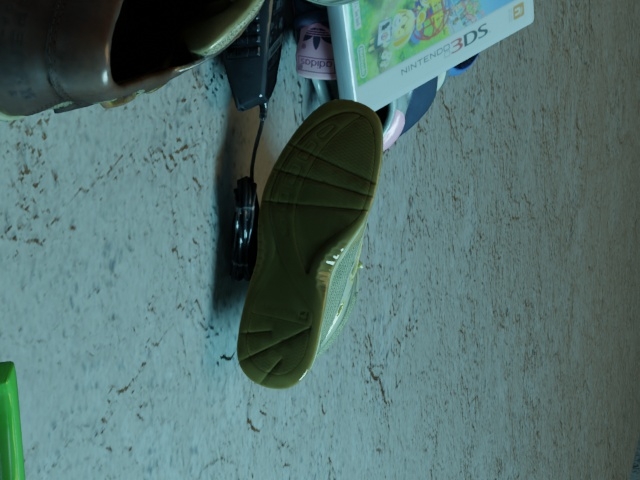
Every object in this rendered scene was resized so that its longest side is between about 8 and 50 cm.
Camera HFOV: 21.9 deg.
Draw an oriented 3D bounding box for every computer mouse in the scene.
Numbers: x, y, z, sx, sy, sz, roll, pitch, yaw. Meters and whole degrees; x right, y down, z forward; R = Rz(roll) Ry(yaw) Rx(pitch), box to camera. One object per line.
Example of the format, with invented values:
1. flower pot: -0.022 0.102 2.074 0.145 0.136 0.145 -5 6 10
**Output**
1. computer mouse: -0.056 -0.085 1.174 0.071 0.041 0.242 -65 161 -72

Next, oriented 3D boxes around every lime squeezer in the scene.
1. lime squeezer: -0.159 0.224 0.923 0.110 0.059 0.310 -113 -169 -55

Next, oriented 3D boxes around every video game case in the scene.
1. video game case: 0.082 -0.219 1.231 0.193 0.023 0.212 -31 132 -27

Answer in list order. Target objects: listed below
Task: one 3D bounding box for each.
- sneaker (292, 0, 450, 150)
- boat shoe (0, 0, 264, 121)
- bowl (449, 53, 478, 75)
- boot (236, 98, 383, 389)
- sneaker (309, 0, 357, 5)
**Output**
1. sneaker: 0.022 -0.196 1.265 0.131 0.112 0.319 -55 141 -33
2. boat shoe: -0.085 -0.137 0.913 0.342 0.123 0.123 -40 132 -65
3. bowl: 0.107 -0.339 1.535 0.391 0.077 0.391 5 90 -73
4. boot: 0.000 0.000 1.240 0.165 0.077 0.213 -11 117 -81
5. sneaker: -0.019 -0.265 1.087 0.222 0.083 0.118 54 39 -39
